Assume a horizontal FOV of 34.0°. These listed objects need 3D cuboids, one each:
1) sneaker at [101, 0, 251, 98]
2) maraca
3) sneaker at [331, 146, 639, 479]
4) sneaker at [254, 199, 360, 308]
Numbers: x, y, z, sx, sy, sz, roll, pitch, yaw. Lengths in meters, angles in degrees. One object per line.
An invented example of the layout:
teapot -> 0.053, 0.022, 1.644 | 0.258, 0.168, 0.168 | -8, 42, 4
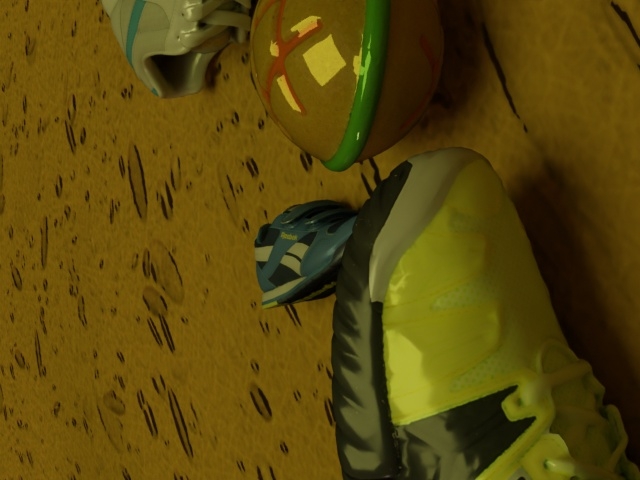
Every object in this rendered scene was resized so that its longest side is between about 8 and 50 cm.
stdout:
sneaker -> -0.073, -0.179, 0.683 | 0.092, 0.087, 0.229 | 65, 149, 11
maraca -> 0.010, -0.110, 0.564 | 0.185, 0.099, 0.127 | -108, 28, -62
sneaker -> 0.110, 0.143, 0.460 | 0.147, 0.145, 0.384 | -14, 87, 34
sneaker -> 0.000, 0.000, 0.632 | 0.144, 0.053, 0.059 | -27, 72, 52
